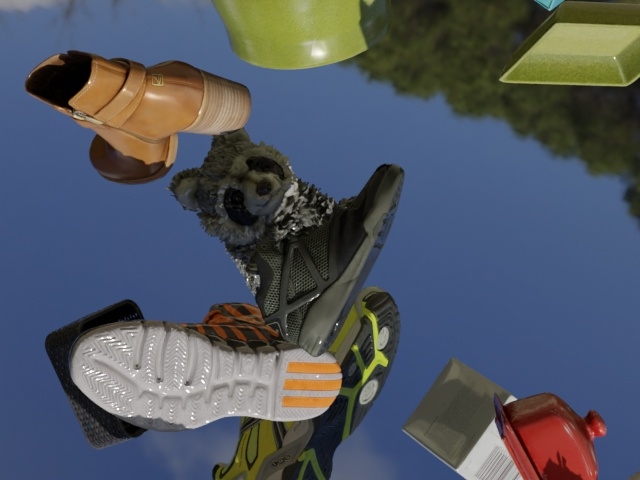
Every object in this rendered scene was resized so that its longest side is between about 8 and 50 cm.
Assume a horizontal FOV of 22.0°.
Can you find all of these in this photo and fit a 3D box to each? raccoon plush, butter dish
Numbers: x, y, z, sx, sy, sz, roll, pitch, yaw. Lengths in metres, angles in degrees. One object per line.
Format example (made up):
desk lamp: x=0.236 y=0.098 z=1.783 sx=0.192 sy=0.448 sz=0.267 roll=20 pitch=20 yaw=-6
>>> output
raccoon plush: x=-0.123 y=0.002 z=2.623 sx=0.299 sy=0.446 sz=0.216 roll=37 pitch=-124 yaw=-5
butter dish: x=0.287 y=0.243 z=1.980 sx=0.160 sy=0.118 sz=0.160 roll=61 pitch=-176 yaw=-5

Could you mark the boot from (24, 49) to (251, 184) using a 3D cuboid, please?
boot: x=-0.244 y=-0.141 z=1.885 sx=0.220 sy=0.109 sz=0.283 roll=9 pitch=168 yaw=-40

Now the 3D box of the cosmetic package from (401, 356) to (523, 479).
cosmetic package: x=0.262 y=0.310 z=2.666 sx=0.151 sy=0.151 sz=0.183 roll=37 pitch=177 yaw=-32

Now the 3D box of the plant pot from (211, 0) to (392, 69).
plant pot: x=-0.038 y=-0.440 z=2.277 sx=0.366 sy=0.353 sz=0.366 roll=-8 pitch=-149 yaw=5

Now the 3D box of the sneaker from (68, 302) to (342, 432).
sneaker: x=-0.149 y=0.139 z=1.913 sx=0.321 sy=0.125 sz=0.180 roll=9 pitch=-170 yaw=-24

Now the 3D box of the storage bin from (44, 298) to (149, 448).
storage bin: x=-0.292 y=0.188 z=2.318 sx=0.122 sy=0.084 sz=0.180 roll=-27 pitch=-87 yaw=-48

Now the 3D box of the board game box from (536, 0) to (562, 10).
board game box: x=0.164 y=-0.438 z=1.715 sx=0.336 sy=0.254 sz=0.079 roll=36 pitch=-135 yaw=17

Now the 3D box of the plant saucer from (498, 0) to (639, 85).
plant saucer: x=0.339 y=-0.250 z=2.059 sx=0.188 sy=0.045 sz=0.188 roll=0 pitch=164 yaw=-17

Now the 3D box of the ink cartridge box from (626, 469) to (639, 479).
ink cartridge box: x=0.464 y=0.382 z=2.094 sx=0.208 sy=0.153 sz=0.087 roll=52 pitch=-176 yaw=-21

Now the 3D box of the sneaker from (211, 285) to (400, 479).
sneaker: x=-0.028 y=0.222 z=2.264 sx=0.147 sy=0.385 sz=0.145 roll=33 pitch=-177 yaw=32

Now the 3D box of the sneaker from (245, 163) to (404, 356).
sneaker: x=0.000 y=0.000 z=1.808 sx=0.130 sy=0.228 sz=0.087 roll=30 pitch=-178 yaw=11
